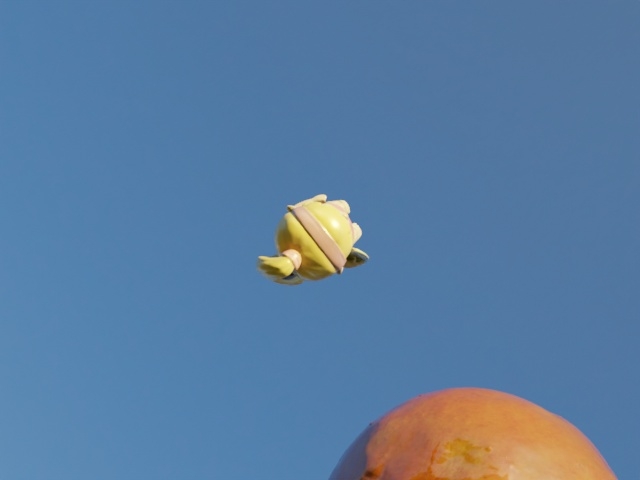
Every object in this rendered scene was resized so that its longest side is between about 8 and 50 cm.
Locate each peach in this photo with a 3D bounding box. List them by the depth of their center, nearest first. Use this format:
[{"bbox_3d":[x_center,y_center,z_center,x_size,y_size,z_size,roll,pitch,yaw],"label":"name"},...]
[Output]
[{"bbox_3d":[0.138,0.309,1.186,0.343,0.302,0.342,-14,-116,31],"label":"peach"}]

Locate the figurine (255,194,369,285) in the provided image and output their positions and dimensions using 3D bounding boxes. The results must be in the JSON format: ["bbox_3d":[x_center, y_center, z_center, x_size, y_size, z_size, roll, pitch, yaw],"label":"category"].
[{"bbox_3d":[0.000,0.000,1.028,0.083,0.187,0.083,2,-80,11],"label":"figurine"}]
